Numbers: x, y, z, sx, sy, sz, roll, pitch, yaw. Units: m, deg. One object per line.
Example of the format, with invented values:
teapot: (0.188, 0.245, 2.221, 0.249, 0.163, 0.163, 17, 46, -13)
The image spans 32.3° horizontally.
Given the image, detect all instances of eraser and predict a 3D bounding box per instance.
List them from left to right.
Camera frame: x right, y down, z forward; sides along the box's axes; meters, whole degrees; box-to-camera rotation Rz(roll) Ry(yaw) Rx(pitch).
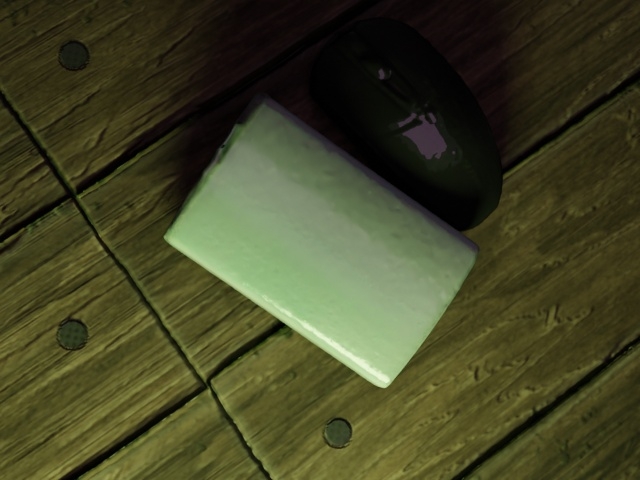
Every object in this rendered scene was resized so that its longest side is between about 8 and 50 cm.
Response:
eraser: (0.000, 0.000, 1.170, 0.290, 0.104, 0.189, 35, 79, -5)

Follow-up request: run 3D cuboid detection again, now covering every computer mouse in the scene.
computer mouse: (0.104, -0.131, 1.215, 0.137, 0.086, 0.269, -39, 90, -13)
